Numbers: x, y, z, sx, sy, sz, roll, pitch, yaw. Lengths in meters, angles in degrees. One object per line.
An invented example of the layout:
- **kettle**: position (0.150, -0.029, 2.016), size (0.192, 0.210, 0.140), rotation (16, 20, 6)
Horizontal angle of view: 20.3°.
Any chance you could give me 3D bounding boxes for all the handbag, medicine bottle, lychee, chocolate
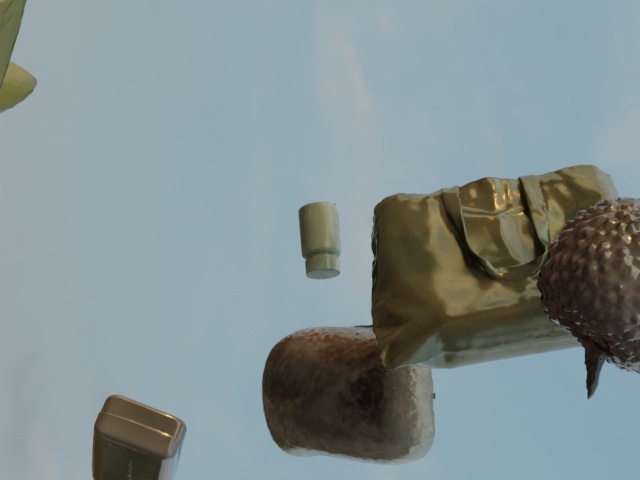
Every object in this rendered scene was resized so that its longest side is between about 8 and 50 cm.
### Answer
- **handbag**: position (0.204, 0.034, 1.963), size (0.253, 0.315, 0.109), rotation (-101, -178, -46)
- **medicine bottle**: position (0.000, 0.000, 2.065), size (0.047, 0.047, 0.083), rotation (141, -51, -61)
- **lychee**: position (0.285, 0.054, 1.703), size (0.197, 0.165, 0.165), rotation (-57, -158, -8)
- **chocolate**: position (0.025, 0.206, 2.361), size (0.303, 0.100, 0.185), rotation (-6, -93, 47)

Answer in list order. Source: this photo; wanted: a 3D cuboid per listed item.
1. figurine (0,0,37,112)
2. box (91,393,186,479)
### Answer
- **figurine**: position (-0.277, -0.072, 1.017), size (0.327, 0.169, 0.218), rotation (-62, -176, -36)
- **box**: position (-0.219, 0.252, 2.124), size (0.244, 0.103, 0.055), rotation (110, 1, -67)
